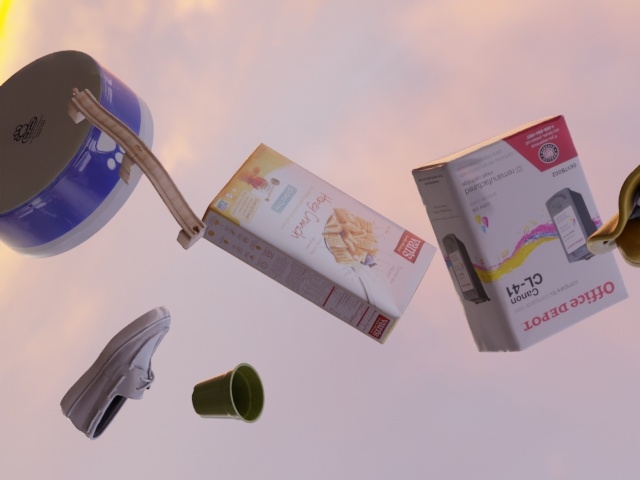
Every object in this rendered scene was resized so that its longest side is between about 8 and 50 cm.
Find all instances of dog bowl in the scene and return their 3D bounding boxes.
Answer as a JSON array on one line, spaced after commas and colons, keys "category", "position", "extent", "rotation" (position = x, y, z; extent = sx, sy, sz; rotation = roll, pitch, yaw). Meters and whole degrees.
[{"category": "dog bowl", "position": [-0.351, -0.115, 2.165], "extent": [0.265, 0.104, 0.265], "rotation": [-23, -134, 26]}]

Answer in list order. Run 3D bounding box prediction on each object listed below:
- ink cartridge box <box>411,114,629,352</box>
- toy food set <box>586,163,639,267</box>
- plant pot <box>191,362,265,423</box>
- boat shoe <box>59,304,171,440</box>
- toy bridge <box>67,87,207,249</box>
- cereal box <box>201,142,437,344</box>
[{"category": "ink cartridge box", "position": [0.304, -0.010, 2.515], "extent": [0.131, 0.226, 0.306], "rotation": [-12, -79, 67]}, {"category": "toy food set", "position": [0.333, -0.049, 1.457], "extent": [0.218, 0.071, 0.128], "rotation": [-43, 157, -7]}, {"category": "plant pot", "position": [-0.132, 0.214, 2.282], "extent": [0.079, 0.083, 0.083], "rotation": [-11, -123, 31]}, {"category": "boat shoe", "position": [-0.210, 0.145, 1.781], "extent": [0.184, 0.063, 0.066], "rotation": [-46, 166, 21]}, {"category": "toy bridge", "position": [-0.178, -0.076, 1.591], "extent": [0.026, 0.188, 0.063], "rotation": [-39, 173, -20]}, {"category": "cereal box", "position": [0.000, 0.000, 1.841], "extent": [0.047, 0.240, 0.173], "rotation": [-61, 178, 33]}]
